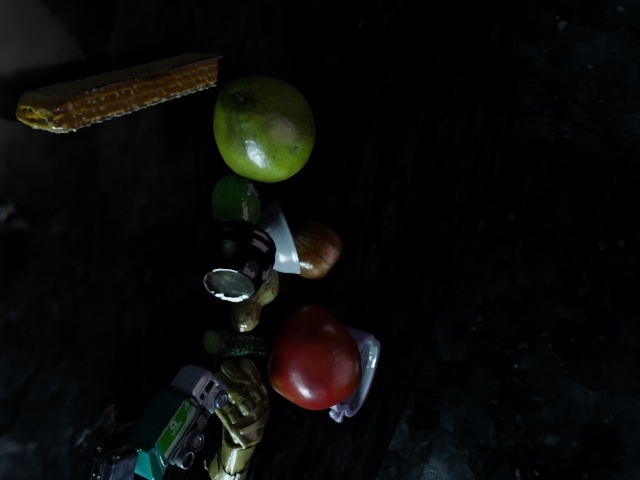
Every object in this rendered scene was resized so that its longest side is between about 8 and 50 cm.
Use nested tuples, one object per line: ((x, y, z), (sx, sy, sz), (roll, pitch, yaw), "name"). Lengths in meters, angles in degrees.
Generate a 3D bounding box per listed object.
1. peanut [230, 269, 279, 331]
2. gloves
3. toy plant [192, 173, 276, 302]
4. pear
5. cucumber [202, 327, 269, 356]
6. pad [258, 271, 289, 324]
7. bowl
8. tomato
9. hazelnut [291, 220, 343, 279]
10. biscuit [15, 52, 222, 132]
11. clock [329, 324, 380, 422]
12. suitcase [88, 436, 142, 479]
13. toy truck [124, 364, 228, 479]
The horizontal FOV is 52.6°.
((-0.158, 0.138, 1.578), (0.193, 0.089, 0.089), (-61, 152, -19), "peanut")
((-0.203, 0.452, 1.621), (0.154, 0.141, 0.331), (-12, 116, -61), "gloves")
((-0.181, -0.003, 1.379), (0.218, 0.175, 0.235), (86, 4, -50), "toy plant")
((-0.113, -0.224, 1.309), (0.213, 0.212, 0.269), (-66, 161, -14), "pear")
((-0.193, 0.256, 1.613), (0.293, 0.067, 0.068), (26, 82, -66), "cucumber")
((-0.133, 0.087, 1.699), (0.164, 0.004, 0.243), (-46, 144, -44), "pad")
((-0.118, 0.003, 1.545), (0.085, 0.189, 0.189), (-19, 134, -11), "bowl")
((-0.028, 0.328, 1.764), (0.226, 0.298, 0.299), (-28, 132, -34), "tomato")
((-0.021, 0.025, 1.740), (0.150, 0.150, 0.150), (-43, 141, -47), "hazelnut")
((-0.304, -0.245, 1.039), (0.378, 0.094, 0.054), (-38, 132, -52), "biscuit")
((0.093, 0.474, 2.293), (0.338, 0.102, 0.339), (-42, 142, -46), "clock")
((-0.414, 0.465, 1.291), (0.086, 0.059, 0.126), (0, 106, -62), "suitcase")
((-0.312, 0.393, 1.404), (0.253, 0.114, 0.124), (-58, 140, -29), "toy truck")
